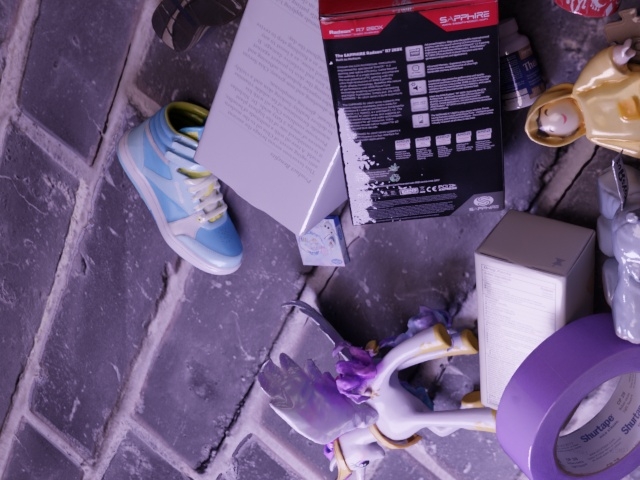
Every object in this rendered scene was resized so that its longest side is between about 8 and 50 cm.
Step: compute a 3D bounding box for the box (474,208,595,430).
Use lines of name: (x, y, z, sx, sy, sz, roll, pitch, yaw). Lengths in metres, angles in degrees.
box: (0.323, 0.121, 1.763, 0.148, 0.121, 0.311, 18, 134, 28)

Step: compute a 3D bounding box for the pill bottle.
pill bottle: (0.270, -0.250, 1.659, 0.067, 0.067, 0.120, -10, 109, 39)

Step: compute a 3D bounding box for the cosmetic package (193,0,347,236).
cosmetic package: (-0.008, -0.254, 1.795, 0.230, 0.161, 0.453, 37, 131, 13)

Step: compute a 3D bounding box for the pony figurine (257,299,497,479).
pony figurine: (0.089, 0.248, 1.973, 0.364, 0.303, 0.351, -28, 106, 27)

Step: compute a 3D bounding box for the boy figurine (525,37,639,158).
boy figurine: (0.398, -0.181, 1.538, 0.285, 0.092, 0.177, 1, 128, 33)

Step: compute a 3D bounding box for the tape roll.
tape roll: (0.392, 0.242, 1.708, 0.090, 0.275, 0.274, 49, 143, 47)

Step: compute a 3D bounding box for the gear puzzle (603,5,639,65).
gear puzzle: (0.536, -0.246, 1.483, 0.339, 0.044, 0.175, -7, 118, 39)

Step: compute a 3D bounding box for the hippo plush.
hippo plush: (0.502, -0.016, 1.568, 0.237, 0.234, 0.294, -5, 135, 6)

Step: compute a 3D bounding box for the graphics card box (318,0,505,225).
graphics card box: (0.134, -0.189, 1.626, 0.233, 0.094, 0.370, -7, 133, 5)

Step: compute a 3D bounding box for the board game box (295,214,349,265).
board game box: (0.000, 0.000, 2.032, 0.090, 0.020, 0.090, 2, 115, 35)

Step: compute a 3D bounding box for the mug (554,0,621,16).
mug: (0.357, -0.391, 1.510, 0.113, 0.150, 0.169, 3, 129, -6)

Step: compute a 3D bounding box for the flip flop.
flip flop: (-0.186, -0.389, 1.915, 0.112, 0.080, 0.277, 52, 148, -7)

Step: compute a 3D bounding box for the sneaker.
sneaker: (-0.210, -0.100, 2.059, 0.319, 0.127, 0.208, 53, 134, -2)
